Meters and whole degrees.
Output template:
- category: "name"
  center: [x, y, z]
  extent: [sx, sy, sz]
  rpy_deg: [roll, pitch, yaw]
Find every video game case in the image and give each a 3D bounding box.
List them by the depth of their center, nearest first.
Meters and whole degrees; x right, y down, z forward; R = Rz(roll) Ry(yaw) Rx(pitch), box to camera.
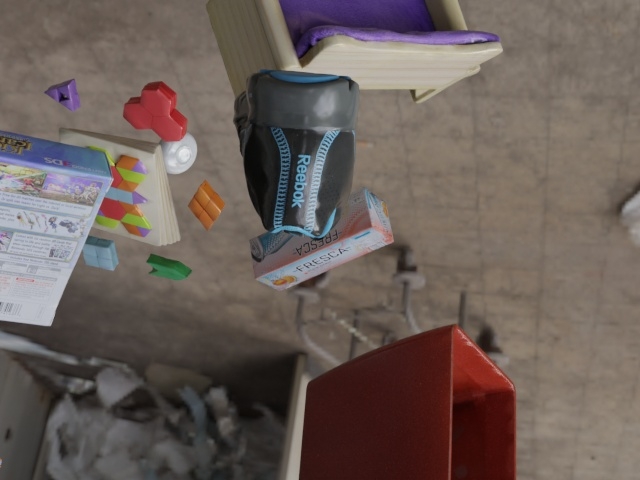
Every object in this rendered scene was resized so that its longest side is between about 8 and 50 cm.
- category: "video game case"
  center: [-0.411, -0.020, 1.253]
  extent: [0.270, 0.061, 0.244]
  rpy_deg: [11, 127, -29]

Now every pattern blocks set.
- category: "pattern blocks set"
  center: [-0.263, -0.070, 1.406]
  extent: [0.286, 0.026, 0.324]
  rpy_deg: [5, 134, 22]

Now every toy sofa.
- category: "toy sofa"
  center: [0.054, -0.274, 1.375]
  extent: [0.363, 0.150, 0.177]
  rpy_deg: [-9, 166, -43]

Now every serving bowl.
- category: "serving bowl"
  center: [-0.250, -0.154, 1.910]
  extent: [0.027, 0.083, 0.083]
  rpy_deg: [27, 169, 40]

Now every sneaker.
- category: "sneaker"
  center: [-0.030, -0.072, 1.019]
  extent: [0.125, 0.139, 0.341]
  rpy_deg: [5, -179, 2]

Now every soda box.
- category: "soda box"
  center: [0.000, 0.000, 1.381]
  extent: [0.183, 0.062, 0.058]
  rpy_deg: [-24, 149, 24]

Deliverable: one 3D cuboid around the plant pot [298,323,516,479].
- category: "plant pot"
  center: [0.116, 0.291, 1.475]
  extent: [0.236, 0.267, 0.267]
  rpy_deg: [-8, 151, 26]
